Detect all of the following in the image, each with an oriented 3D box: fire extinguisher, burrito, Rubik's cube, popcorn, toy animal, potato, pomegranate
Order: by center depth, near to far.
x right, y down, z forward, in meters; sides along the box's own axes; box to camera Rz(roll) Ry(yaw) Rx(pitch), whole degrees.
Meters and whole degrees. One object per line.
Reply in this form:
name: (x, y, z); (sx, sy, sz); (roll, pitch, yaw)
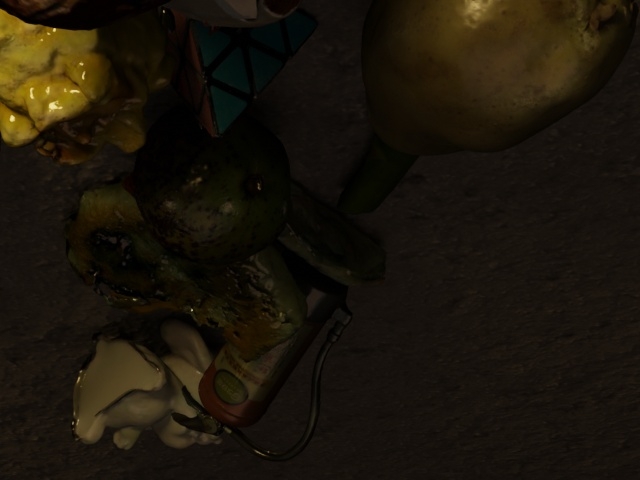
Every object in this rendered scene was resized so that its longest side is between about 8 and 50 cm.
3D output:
popcorn: (-0.282, -0.211, 1.613); (0.215, 0.252, 0.286); (-42, 147, 14)
potato: (0.176, -0.215, 1.644); (0.243, 0.221, 0.326); (22, 155, -20)
Rubik's cube: (-0.097, -0.238, 1.768); (0.178, 0.211, 0.190); (-13, -170, -23)
pomegranate: (-0.160, -0.075, 1.923); (0.248, 0.214, 0.214); (5, 162, 41)
burrito: (-0.001, -0.003, 2.150); (0.066, 0.096, 0.309); (-11, 152, 35)
fire extinguisher: (-0.075, 0.199, 2.295); (0.113, 0.200, 0.376); (-8, 140, -52)
toy animal: (-0.275, 0.248, 2.514); (0.249, 0.174, 0.289); (-22, 147, 10)

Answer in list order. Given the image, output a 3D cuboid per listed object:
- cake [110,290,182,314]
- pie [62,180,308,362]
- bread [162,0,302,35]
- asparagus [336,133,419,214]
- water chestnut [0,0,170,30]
cake: (-0.234, 0.086, 2.313); (0.185, 0.079, 0.116); (-2, 149, -11)
pie: (-0.191, 0.034, 2.130); (0.371, 0.078, 0.296); (19, 141, 10)
bread: (-0.100, -0.314, 1.537); (0.212, 0.142, 0.224); (27, 147, -26)
asparagus: (0.092, -0.107, 2.001); (0.067, 0.060, 0.277); (-3, 154, -21)
water chestnut: (-0.171, -0.334, 1.295); (0.347, 0.335, 0.335); (13, 149, -39)
